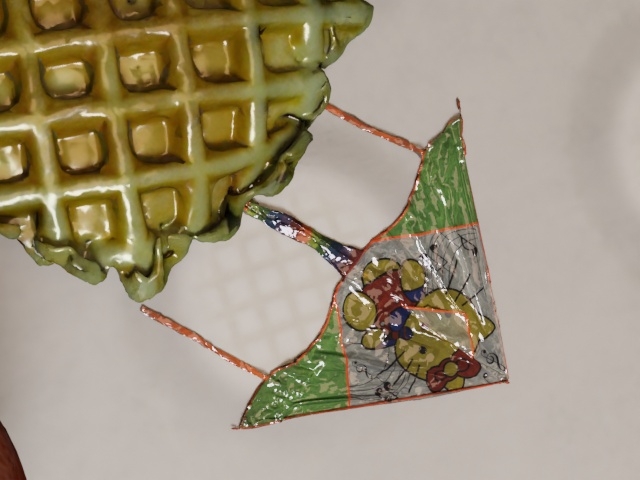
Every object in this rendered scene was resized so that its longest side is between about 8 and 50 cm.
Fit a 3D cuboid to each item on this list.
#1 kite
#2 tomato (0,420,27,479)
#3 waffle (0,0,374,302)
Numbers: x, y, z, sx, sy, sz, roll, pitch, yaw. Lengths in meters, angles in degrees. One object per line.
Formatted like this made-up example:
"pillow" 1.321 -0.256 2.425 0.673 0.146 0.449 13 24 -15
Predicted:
"kite" 0.000 0.000 0.710 0.244 0.006 0.198 34 80 -14
"tomato" -0.237 0.139 0.480 0.293 0.325 0.290 22 110 -25
"waffle" -0.098 -0.090 0.655 0.214 0.054 0.208 37 77 -9
